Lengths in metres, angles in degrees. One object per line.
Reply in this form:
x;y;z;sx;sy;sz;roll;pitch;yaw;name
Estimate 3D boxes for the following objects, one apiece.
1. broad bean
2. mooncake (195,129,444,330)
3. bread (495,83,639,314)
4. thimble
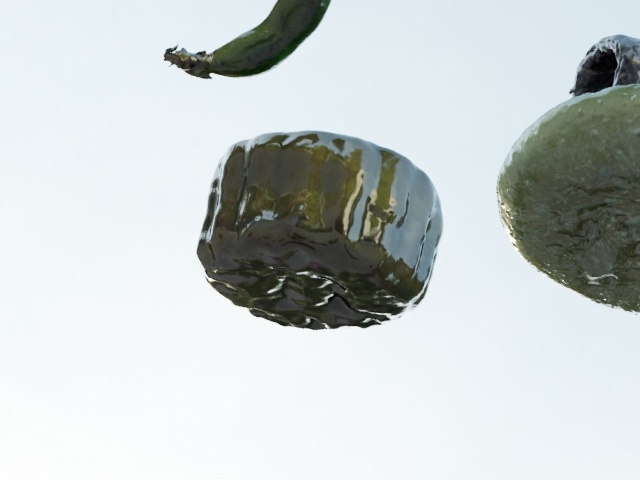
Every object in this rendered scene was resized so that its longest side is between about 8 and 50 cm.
-0.047;-0.288;1.199;0.144;0.049;0.292;23;-72;-30;broad bean
0.000;0.000;1.300;0.290;0.161;0.290;9;-26;5;mooncake
0.160;-0.020;0.657;0.112;0.036;0.193;9;-39;12;bread
0.282;-0.141;1.022;0.066;0.095;0.104;9;1;-13;thimble
